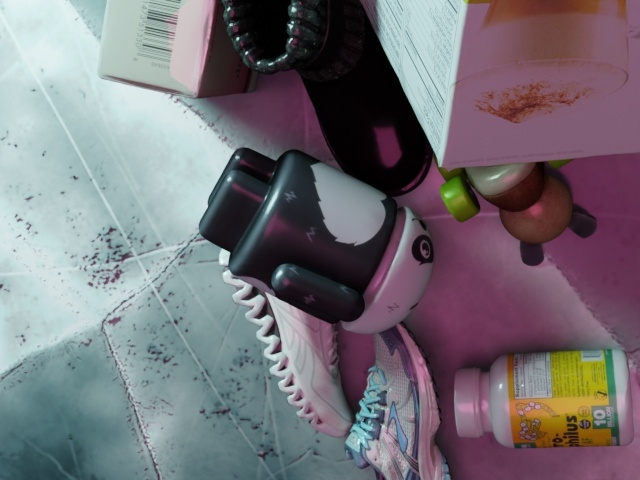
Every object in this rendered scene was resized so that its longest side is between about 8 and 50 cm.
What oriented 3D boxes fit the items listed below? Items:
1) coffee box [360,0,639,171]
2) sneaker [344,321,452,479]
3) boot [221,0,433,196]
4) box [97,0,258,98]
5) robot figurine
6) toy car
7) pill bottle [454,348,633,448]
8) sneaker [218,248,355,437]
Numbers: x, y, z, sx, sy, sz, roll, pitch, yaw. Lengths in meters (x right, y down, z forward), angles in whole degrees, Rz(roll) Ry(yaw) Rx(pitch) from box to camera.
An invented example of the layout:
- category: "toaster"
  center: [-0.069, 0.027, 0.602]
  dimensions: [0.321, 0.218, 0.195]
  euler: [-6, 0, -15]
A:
- category: "coffee box"
  center: [0.244, -0.303, 0.980]
  dimensions: [0.337, 0.338, 0.334]
  euler: [-5, 131, -11]
- category: "sneaker"
  center: [0.089, 0.234, 1.317]
  dimensions: [0.122, 0.110, 0.283]
  euler: [-12, 96, -8]
- category: "boot"
  center: [0.010, -0.199, 1.199]
  dimensions: [0.131, 0.260, 0.348]
  euler: [-25, 93, 16]
- category: "box"
  center: [-0.154, -0.255, 1.243]
  dimensions: [0.126, 0.232, 0.149]
  euler: [13, 103, 10]
- category: "robot figurine"
  center: [0.001, -0.003, 1.237]
  dimensions: [0.278, 0.173, 0.209]
  euler: [27, 70, -10]
- category: "toy car"
  center: [0.254, -0.055, 1.259]
  dimensions: [0.155, 0.149, 0.188]
  euler: [-30, 121, 20]
- category: "pill bottle"
  center: [0.273, 0.196, 1.281]
  dimensions: [0.208, 0.117, 0.118]
  euler: [-4, 99, 13]
- category: "sneaker"
  center: [-0.020, 0.118, 1.349]
  dimensions: [0.118, 0.110, 0.292]
  euler: [-27, 93, 7]
